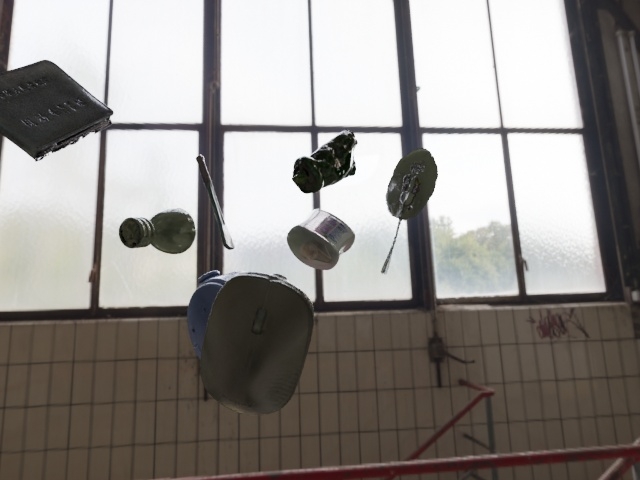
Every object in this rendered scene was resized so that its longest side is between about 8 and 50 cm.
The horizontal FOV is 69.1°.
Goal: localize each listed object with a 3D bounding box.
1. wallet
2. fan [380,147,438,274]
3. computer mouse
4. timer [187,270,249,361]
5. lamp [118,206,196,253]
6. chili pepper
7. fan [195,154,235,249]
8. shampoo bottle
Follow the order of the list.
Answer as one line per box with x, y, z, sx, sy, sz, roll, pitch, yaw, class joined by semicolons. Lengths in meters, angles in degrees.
-0.493;-0.239;0.822;0.167;0.222;0.036;40;-58;-10;wallet
0.255;-0.093;1.442;0.012;0.415;0.233;17;-3;-28;fan
-0.125;0.206;0.869;0.197;0.331;0.095;16;30;0;computer mouse
-0.277;0.267;1.524;0.395;0.395;0.173;-12;3;43;timer
-0.346;-0.021;1.002;0.106;0.106;0.193;-6;-1;20;lamp
0.009;-0.205;1.283;0.099;0.136;0.270;26;38;21;chili pepper
-0.286;-0.106;1.245;0.023;0.282;0.057;-24;-10;14;fan
0.000;0.000;0.584;0.072;0.043;0.099;33;25;5;shampoo bottle
